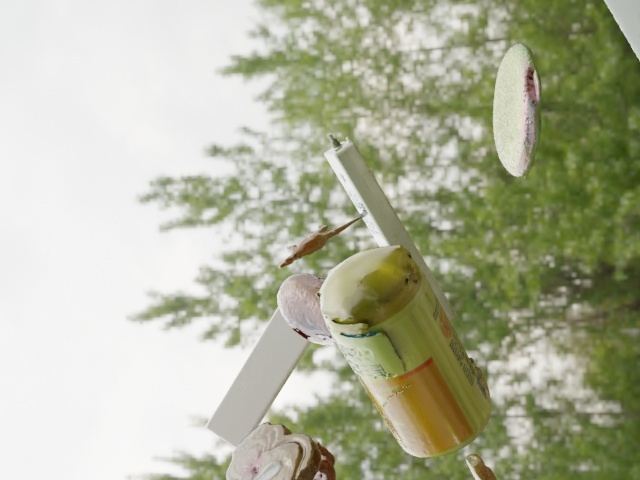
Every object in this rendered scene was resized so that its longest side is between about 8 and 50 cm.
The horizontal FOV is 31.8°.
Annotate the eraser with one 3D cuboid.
[{"bbox_3d":[-0.087,0.216,1.957,0.298,0.078,0.076,-58,-5,8],"label":"eraser"}]

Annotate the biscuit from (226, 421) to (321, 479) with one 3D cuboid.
[{"bbox_3d":[-0.081,0.386,1.665,0.047,0.183,0.319,41,-147,-26],"label":"biscuit"}]

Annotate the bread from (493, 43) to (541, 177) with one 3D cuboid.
[{"bbox_3d":[0.326,-0.216,1.889,0.228,0.034,0.228,178,90,-82],"label":"bread"}]

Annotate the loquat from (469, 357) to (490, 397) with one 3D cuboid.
[{"bbox_3d":[0.191,0.243,1.787,0.172,0.204,0.149,50,-134,5],"label":"loquat"}]

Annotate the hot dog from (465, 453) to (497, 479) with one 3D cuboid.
[{"bbox_3d":[0.263,0.381,1.741,0.137,0.028,0.044,60,179,-31],"label":"hot dog"}]

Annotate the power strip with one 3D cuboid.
[{"bbox_3d":[0.110,-0.017,1.841,0.367,0.043,0.106,59,174,-9],"label":"power strip"}]

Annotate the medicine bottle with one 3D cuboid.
[{"bbox_3d":[0.087,0.116,1.198,0.239,0.124,0.124,58,-150,-29],"label":"medicine bottle"}]

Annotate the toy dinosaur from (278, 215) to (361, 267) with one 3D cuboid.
[{"bbox_3d":[0.000,0.000,2.057,0.039,0.162,0.126,60,-163,-6],"label":"toy dinosaur"}]

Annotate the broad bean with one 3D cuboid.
[{"bbox_3d":[0.001,0.108,1.737,0.084,0.165,0.114,-15,-75,-48],"label":"broad bean"}]

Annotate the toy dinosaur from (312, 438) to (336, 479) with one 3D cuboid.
[{"bbox_3d":[0.009,0.429,1.819,0.097,0.432,0.208,-31,-54,-56],"label":"toy dinosaur"}]

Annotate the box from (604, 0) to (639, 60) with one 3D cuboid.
[{"bbox_3d":[0.465,-0.318,1.159,0.090,0.367,0.373,-39,-81,-44],"label":"box"}]
